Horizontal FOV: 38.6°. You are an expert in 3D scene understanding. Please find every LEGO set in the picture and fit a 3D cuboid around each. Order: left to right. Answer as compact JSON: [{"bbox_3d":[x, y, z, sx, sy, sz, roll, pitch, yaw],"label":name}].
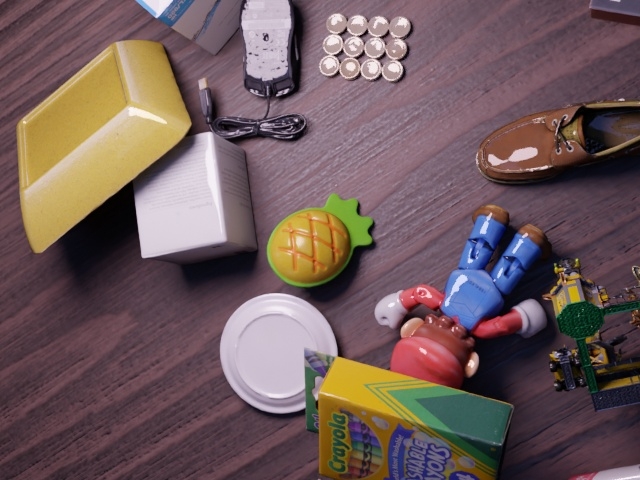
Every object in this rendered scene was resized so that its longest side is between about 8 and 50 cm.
[{"bbox_3d":[0.471,0.090,1.278,0.331,0.192,0.255,-21,116,18],"label":"LEGO set"}]

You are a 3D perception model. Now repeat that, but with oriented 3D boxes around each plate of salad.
[{"bbox_3d":[-0.068,0.185,1.509,0.200,0.048,0.200,1,95,12],"label":"plate of salad"}]

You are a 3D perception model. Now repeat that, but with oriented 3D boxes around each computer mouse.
[{"bbox_3d":[-0.121,-0.298,1.567,0.184,0.060,0.262,-5,95,11],"label":"computer mouse"}]

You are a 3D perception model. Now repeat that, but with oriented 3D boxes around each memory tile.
[{"bbox_3d":[0.074,-0.324,1.537,0.148,0.012,0.113,8,87,15],"label":"memory tile"}]

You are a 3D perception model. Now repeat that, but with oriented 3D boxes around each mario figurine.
[{"bbox_3d":[0.218,0.110,1.421,0.320,0.170,0.198,-55,38,-6],"label":"mario figurine"}]

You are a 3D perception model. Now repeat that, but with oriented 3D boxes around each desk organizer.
[{"bbox_3d":[0.484,-0.360,1.407,0.130,0.050,0.047,15,89,16],"label":"desk organizer"}]

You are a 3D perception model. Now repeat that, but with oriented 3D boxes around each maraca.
[{"bbox_3d":[0.000,0.000,1.486,0.186,0.099,0.127,-35,81,-17],"label":"maraca"}]

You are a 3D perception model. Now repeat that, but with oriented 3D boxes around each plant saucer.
[{"bbox_3d":[-0.390,-0.186,1.523,0.333,0.081,0.333,-37,39,9],"label":"plant saucer"}]

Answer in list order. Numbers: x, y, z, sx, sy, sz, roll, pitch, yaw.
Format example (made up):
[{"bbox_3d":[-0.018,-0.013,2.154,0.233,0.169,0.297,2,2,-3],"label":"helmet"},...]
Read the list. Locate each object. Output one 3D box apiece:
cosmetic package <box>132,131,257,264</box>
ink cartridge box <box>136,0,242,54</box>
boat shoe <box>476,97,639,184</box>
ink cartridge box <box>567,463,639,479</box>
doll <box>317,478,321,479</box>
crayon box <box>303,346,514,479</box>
[{"bbox_3d":[-0.208,-0.064,1.517,0.151,0.151,0.183,-10,81,15],"label":"cosmetic package"},{"bbox_3d":[-0.224,-0.446,1.517,0.171,0.233,0.168,42,98,15],"label":"ink cartridge box"},{"bbox_3d":[0.384,-0.163,1.387,0.307,0.104,0.110,-14,81,14],"label":"boat shoe"},{"bbox_3d":[0.473,0.401,1.296,0.218,0.092,0.158,-18,80,24],"label":"ink cartridge box"},{"bbox_3d":[0.074,0.436,1.446,0.189,0.046,0.129,16,90,17],"label":"doll"},{"bbox_3d":[0.111,0.295,1.373,0.323,0.083,0.203,14,132,17],"label":"crayon box"}]
